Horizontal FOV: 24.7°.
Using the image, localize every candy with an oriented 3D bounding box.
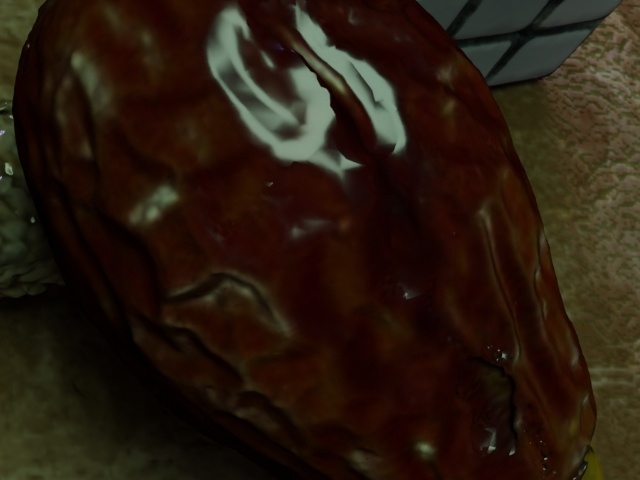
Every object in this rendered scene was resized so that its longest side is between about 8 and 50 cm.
[{"bbox_3d":[-0.154,-0.015,0.658,0.110,0.085,0.095,-19,83,-35],"label":"candy"}]

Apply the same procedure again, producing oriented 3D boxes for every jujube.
[{"bbox_3d":[0.000,0.000,0.607,0.290,0.197,0.197,53,54,-12],"label":"jujube"}]

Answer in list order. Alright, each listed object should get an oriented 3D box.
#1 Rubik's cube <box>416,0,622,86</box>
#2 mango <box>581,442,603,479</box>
[{"bbox_3d":[0.037,-0.234,0.753,0.259,0.256,0.253,-12,69,-28],"label":"Rubik's cube"},{"bbox_3d":[0.090,0.130,0.704,0.079,0.057,0.114,47,64,0],"label":"mango"}]
